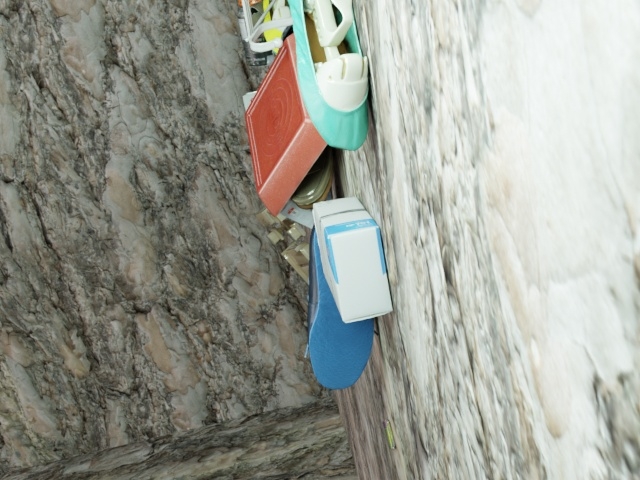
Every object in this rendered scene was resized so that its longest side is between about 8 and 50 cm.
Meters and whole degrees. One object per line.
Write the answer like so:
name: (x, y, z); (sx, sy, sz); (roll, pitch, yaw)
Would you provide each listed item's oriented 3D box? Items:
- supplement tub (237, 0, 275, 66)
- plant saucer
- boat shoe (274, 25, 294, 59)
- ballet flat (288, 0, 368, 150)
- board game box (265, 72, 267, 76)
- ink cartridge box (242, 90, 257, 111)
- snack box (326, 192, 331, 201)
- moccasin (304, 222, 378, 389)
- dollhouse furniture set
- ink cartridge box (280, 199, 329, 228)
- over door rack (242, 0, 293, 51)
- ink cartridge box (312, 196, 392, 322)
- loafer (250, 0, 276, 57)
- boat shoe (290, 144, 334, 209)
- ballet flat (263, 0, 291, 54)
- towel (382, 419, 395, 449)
supplement tub: (-0.174, -0.609, 2.106); (0.117, 0.116, 0.191); (-110, 9, -65)
plant saucer: (-0.068, -0.218, 1.309); (0.259, 0.047, 0.259); (-50, 41, 44)
boat shoe: (-0.068, -0.342, 1.438); (0.083, 0.065, 0.184); (99, -179, -75)
ballet flat: (0.013, -0.228, 0.857); (0.087, 0.083, 0.248); (-4, 100, 69)
board game box: (-0.115, -0.417, 2.192); (0.141, 0.048, 0.171); (-48, -54, -81)
ink cartridge box: (-0.106, -0.285, 1.880); (0.087, 0.152, 0.209); (85, 172, -73)
snack box: (-0.032, -0.206, 1.655); (0.175, 0.070, 0.207); (80, 177, -51)
moccasin: (0.041, 0.101, 1.330); (0.117, 0.137, 0.342); (-100, 13, -72)
dollhouse furniture set: (0.000, 0.000, 2.120); (0.355, 0.174, 0.303); (49, 166, -8)
ink cartridge box: (-0.013, -0.077, 1.477); (0.045, 0.179, 0.145); (-52, 33, 27)
over door rack: (-0.082, -0.510, 1.268); (0.324, 0.108, 0.240); (-86, -9, -49)
ink cartridge box: (0.046, 0.023, 1.134); (0.191, 0.082, 0.140); (-109, 8, -72)
loafer: (-0.136, -0.554, 1.917); (0.251, 0.087, 0.094); (-106, 5, -45)
boat shoe: (-0.017, -0.161, 1.423); (0.104, 0.110, 0.307); (58, -162, -44)
ballet flat: (-0.085, -0.483, 1.569); (0.077, 0.077, 0.231); (106, 159, -46)
towel: (0.142, 0.402, 1.503); (0.083, 0.009, 0.060); (88, 168, -74)
